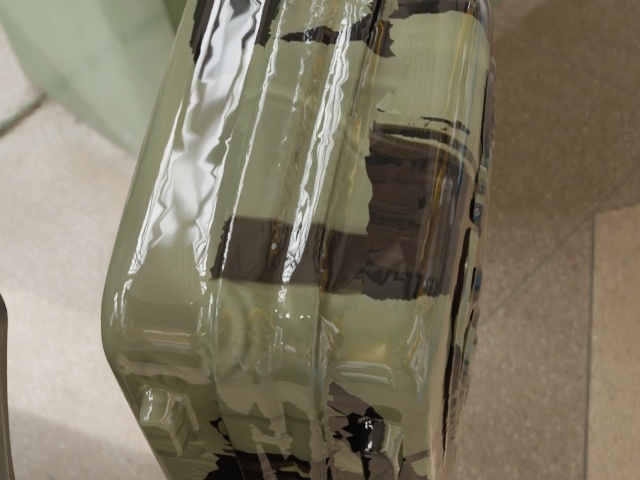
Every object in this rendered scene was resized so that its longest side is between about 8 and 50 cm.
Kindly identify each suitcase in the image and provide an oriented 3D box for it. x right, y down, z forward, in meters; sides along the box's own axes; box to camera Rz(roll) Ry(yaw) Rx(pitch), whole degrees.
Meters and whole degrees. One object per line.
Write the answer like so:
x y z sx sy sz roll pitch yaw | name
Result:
0.000 0.000 0.720 0.194 0.351 0.339 7 61 8 | suitcase

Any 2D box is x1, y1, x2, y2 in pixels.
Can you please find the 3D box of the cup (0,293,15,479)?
-0.373 0.117 0.827 0.308 0.292 0.242 -6 12 -25 | cup
